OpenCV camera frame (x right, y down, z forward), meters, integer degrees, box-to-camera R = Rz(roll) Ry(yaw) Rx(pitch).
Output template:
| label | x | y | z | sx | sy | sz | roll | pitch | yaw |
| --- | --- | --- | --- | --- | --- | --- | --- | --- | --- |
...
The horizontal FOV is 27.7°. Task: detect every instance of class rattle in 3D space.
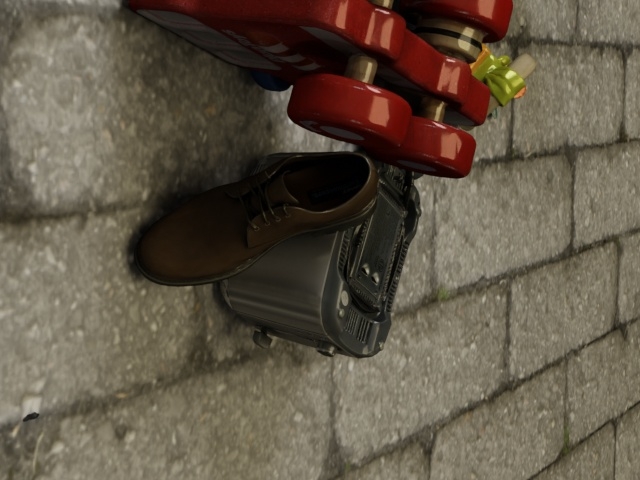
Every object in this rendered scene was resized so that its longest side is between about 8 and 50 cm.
| label | x | y | z | sx | sy | sz | roll | pitch | yaw |
| --- | --- | --- | --- | --- | --- | --- | --- | --- | --- |
| rattle | 0.199 | -0.221 | 1.678 | 0.130 | 0.143 | 0.199 | -62 | 175 | 24 |

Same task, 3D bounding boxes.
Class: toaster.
| label | x | y | z | sx | sy | sz | roll | pitch | yaw |
| --- | --- | --- | --- | --- | --- | --- | --- | --- | --- |
| toaster | 0.000 | 0.000 | 1.260 | 0.129 | 0.146 | 0.227 | 41 | 60 | -54 |

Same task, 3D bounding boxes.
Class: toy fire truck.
| label | x | y | z | sx | sy | sz | roll | pitch | yaw |
| --- | --- | --- | --- | --- | --- | --- | --- | --- | --- |
| toy fire truck | 0.011 | -0.170 | 1.152 | 0.302 | 0.254 | 0.169 | 19 | 85 | -57 |

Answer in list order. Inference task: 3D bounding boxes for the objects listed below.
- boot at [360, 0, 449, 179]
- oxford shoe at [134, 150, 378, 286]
| label | x | y | z | sx | sy | sz | roll | pitch | yaw |
| --- | --- | --- | --- | --- | --- | --- | --- | --- | --- |
| boot | 0.091 | -0.207 | 1.434 | 0.246 | 0.094 | 0.207 | -56 | 140 | -43 |
| oxford shoe | -0.057 | -0.030 | 1.129 | 0.096 | 0.227 | 0.082 | 98 | -33 | -72 |
